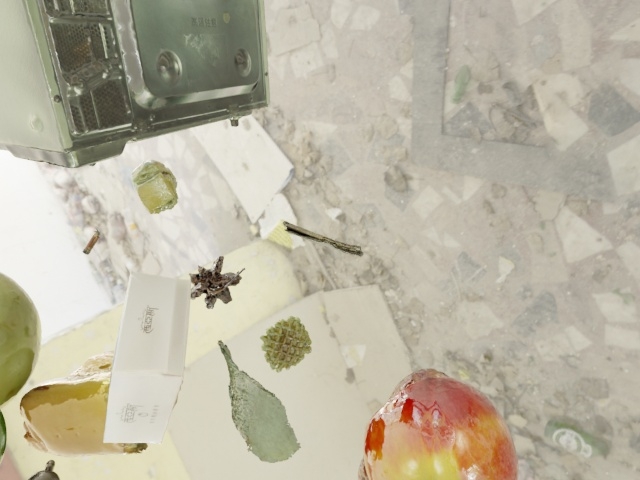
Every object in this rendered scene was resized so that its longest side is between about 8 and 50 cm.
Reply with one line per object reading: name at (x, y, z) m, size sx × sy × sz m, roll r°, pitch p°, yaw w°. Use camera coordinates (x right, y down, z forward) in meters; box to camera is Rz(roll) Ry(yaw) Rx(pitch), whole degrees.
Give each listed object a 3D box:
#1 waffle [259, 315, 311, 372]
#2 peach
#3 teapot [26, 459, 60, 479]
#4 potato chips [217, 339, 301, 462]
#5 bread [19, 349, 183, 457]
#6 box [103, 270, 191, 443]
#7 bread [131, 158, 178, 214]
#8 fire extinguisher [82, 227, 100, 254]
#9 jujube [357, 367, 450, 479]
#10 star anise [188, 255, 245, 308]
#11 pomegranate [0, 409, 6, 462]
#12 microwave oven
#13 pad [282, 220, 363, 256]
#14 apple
waffle at (-0.114, 0.344, 1.438) m, size 0.036 × 0.169 × 0.184 m, roll 18°, pitch 135°, yaw 61°
peach at (0.149, 0.257, 0.553) m, size 0.190 × 0.192 × 0.190 m, roll 3°, pitch 112°, yaw 6°
teapot at (-0.528, 0.490, 0.862) m, size 0.110 × 0.085 × 0.080 m, roll 24°, pitch 151°, yaw -19°
potato chips at (-0.124, 0.295, 0.792) m, size 0.228 × 0.059 × 0.167 m, roll 41°, pitch 129°, yaw 26°
bread at (-0.641, 0.485, 1.286) m, size 0.394 × 0.361 × 0.250 m, roll -10°, pitch 94°, yaw 9°
box at (-0.325, 0.226, 0.812) m, size 0.203 × 0.116 × 0.274 m, roll -101°, pitch 29°, yaw -43°
bread at (-0.421, -0.150, 1.080) m, size 0.156 × 0.103 × 0.110 m, roll 53°, pitch 168°, yaw 45°
fire extinguisher at (-0.695, 0.003, 1.317) m, size 0.028 × 0.022 × 0.083 m, roll 34°, pitch 96°, yaw -10°
jujube at (0.224, 0.478, 1.038) m, size 0.216 × 0.216 × 0.342 m, roll 36°, pitch 92°, yaw 26°
star anise at (-0.423, 0.170, 1.694) m, size 0.190 × 0.126 × 0.220 m, roll 24°, pitch 105°, yaw -2°
pomegranate at (-0.698, 0.332, 0.777) m, size 0.309 × 0.359 × 0.216 m, roll 10°, pitch 154°, yaw 14°
microwave oven at (-0.310, -0.275, 0.639) m, size 0.333 × 0.394 × 0.247 m, roll 14°, pitch 119°, yaw 25°
pad at (0.000, 0.001, 0.960) m, size 0.174 × 0.022 × 0.233 m, roll 19°, pitch 177°, yaw -2°
apple at (-0.979, 0.278, 1.111) m, size 0.473 × 0.473 × 0.474 m, roll 25°, pitch 128°, yaw 35°
